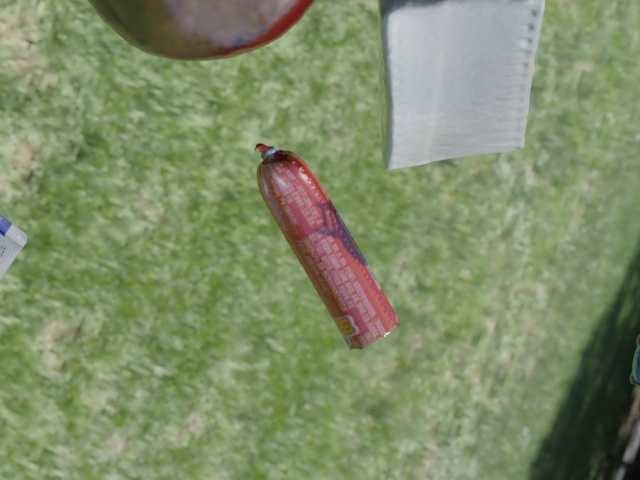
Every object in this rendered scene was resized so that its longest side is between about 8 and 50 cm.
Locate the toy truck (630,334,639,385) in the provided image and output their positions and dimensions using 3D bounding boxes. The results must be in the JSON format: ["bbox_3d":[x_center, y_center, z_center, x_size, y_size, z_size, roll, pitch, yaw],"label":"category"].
[{"bbox_3d":[0.414,0.141,1.499,0.136,0.074,0.063,4,95,-34],"label":"toy truck"}]

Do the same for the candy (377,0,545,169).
[{"bbox_3d":[0.176,-0.249,1.793,0.358,0.208,0.145,83,0,-60],"label":"candy"}]

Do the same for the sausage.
[{"bbox_3d":[0.000,0.000,1.579,0.274,0.074,0.074,60,35,-13],"label":"sausage"}]

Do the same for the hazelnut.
[{"bbox_3d":[-0.176,-0.422,1.674,0.409,0.359,0.359,55,44,-20],"label":"hazelnut"}]

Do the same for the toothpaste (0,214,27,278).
[{"bbox_3d":[-0.413,0.087,1.461,0.096,0.061,0.266,46,63,-49],"label":"toothpaste"}]
